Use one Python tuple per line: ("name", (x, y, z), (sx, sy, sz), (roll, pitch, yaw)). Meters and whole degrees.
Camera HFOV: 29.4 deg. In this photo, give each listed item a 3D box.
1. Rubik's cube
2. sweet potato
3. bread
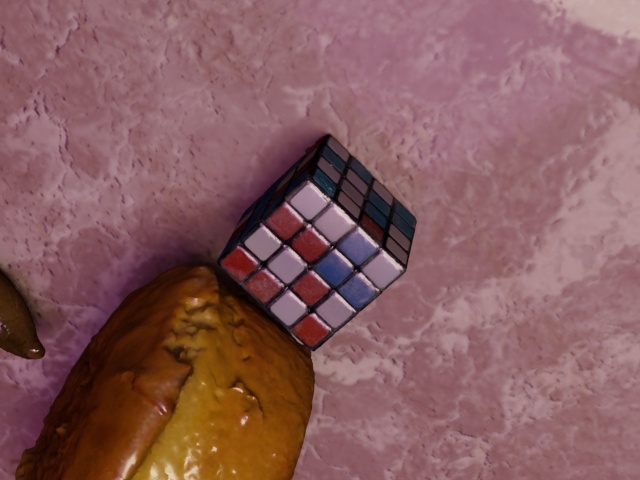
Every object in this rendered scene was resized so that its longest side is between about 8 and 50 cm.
("Rubik's cube", (0.000, 0.000, 0.831), (0.092, 0.092, 0.092), (43, 112, -10))
("sweet potato", (-0.312, 0.023, 0.912), (0.250, 0.059, 0.069), (17, 127, 6))
("bread", (-0.113, 0.137, 0.833), (0.146, 0.268, 0.268), (29, 115, -16))
